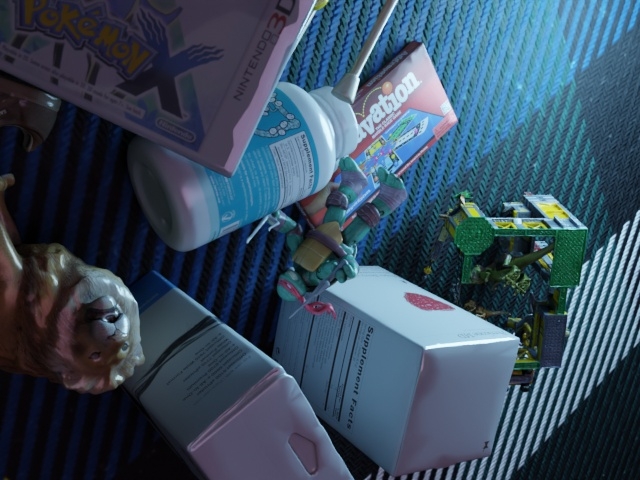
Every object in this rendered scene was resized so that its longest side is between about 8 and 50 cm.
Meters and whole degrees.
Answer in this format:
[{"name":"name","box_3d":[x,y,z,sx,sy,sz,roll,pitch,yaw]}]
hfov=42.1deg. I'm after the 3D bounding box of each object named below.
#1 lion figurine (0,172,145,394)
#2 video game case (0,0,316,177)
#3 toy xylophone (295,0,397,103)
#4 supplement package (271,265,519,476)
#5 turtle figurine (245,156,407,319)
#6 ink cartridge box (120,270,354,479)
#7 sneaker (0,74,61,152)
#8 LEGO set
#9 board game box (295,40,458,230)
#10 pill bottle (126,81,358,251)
[{"name":"lion figurine","box_3d":[-0.383,0.073,0.816,0.392,0.142,0.240,-13,99,-17]},{"name":"video game case","box_3d":[-0.175,-0.267,0.846,0.329,0.036,0.300,25,92,-12]},{"name":"toy xylophone","box_3d":[-0.029,-0.294,0.939,0.081,0.236,0.322,36,75,-80]},{"name":"supplement package","box_3d":[0.089,0.160,1.130,0.177,0.293,0.175,1,107,-37]},{"name":"turtle figurine","box_3d":[0.000,0.000,1.066,0.234,0.175,0.118,-49,151,-19]},{"name":"ink cartridge box","box_3d":[-0.126,0.196,0.975,0.129,0.307,0.223,-40,126,-18]},{"name":"sneaker","box_3d":[-0.356,-0.141,0.834,0.188,0.066,0.071,16,98,-39]},{"name":"LEGO set","box_3d":[0.287,0.059,1.350,0.255,0.192,0.331,-8,112,-2]},{"name":"board game box","box_3d":[0.070,-0.138,1.174,0.281,0.027,0.145,-44,126,-15]},{"name":"pill bottle","box_3d":[-0.085,-0.100,0.998,0.264,0.146,0.146,-27,121,-27]}]
